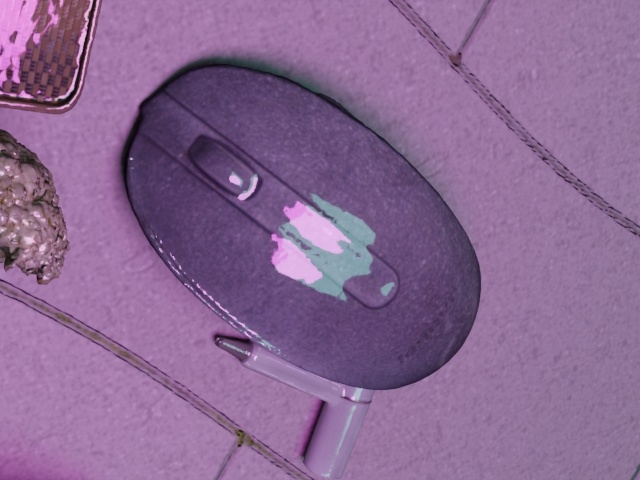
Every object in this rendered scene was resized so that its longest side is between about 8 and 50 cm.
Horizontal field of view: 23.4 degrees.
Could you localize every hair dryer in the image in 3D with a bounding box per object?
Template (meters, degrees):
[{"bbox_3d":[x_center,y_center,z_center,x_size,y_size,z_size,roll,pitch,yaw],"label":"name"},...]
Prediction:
[{"bbox_3d":[-0.034,0.137,1.436,0.183,0.044,0.154,12,102,-28],"label":"hair dryer"}]

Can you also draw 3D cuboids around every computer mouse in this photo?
[{"bbox_3d":[0.002,-0.001,1.318,0.374,0.114,0.203,35,94,-26],"label":"computer mouse"}]

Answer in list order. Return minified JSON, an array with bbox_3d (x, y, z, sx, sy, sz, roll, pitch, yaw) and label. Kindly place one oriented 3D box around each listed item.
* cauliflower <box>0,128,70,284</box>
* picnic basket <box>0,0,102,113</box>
[{"bbox_3d":[-0.331,0.021,1.072,0.272,0.275,0.250,6,68,-33],"label":"cauliflower"},{"bbox_3d":[-0.288,-0.196,1.078,0.267,0.139,0.165,6,109,-30],"label":"picnic basket"}]
